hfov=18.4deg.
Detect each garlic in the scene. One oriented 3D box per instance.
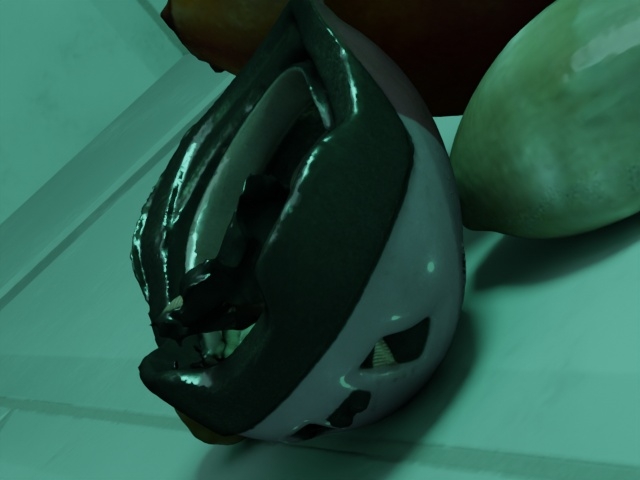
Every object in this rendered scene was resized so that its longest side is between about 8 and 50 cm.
[{"bbox_3d":[0.187,-0.093,0.995,0.318,0.112,0.143,-24,16,20],"label":"garlic"}]

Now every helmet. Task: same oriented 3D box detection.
[{"bbox_3d":[0.000,0.000,1.028,0.198,0.154,0.253,-51,13,31],"label":"helmet"}]

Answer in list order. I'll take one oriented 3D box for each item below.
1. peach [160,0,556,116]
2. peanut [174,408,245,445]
[{"bbox_3d":[0.065,-0.197,1.195,0.338,0.281,0.281,-12,15,1],"label":"peach"},{"bbox_3d":[-0.026,0.053,1.141,0.152,0.076,0.076,-46,14,-17],"label":"peanut"}]
